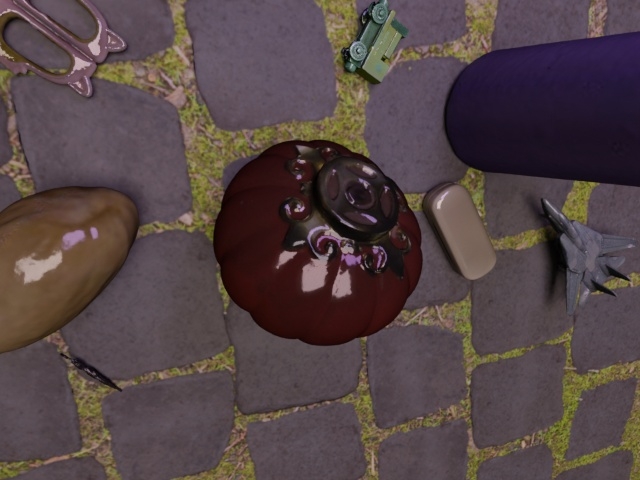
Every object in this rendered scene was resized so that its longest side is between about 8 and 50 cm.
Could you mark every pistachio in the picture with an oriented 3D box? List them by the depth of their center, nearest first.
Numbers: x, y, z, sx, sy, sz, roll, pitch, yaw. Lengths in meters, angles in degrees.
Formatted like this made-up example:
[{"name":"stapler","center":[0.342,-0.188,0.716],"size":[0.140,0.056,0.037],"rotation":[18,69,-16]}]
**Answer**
[{"name":"pistachio","center":[-0.380,0.036,0.560],"size":[0.293,0.181,0.162],"rotation":[-45,73,-3]}]

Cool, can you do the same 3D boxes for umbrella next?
[{"name":"umbrella","center":[-0.381,0.220,0.680],"size":[0.122,0.022,0.013],"rotation":[51,62,-30]}]

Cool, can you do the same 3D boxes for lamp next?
[{"name":"lamp","center":[0.000,0.000,0.590],"size":[0.303,0.257,0.303],"rotation":[11,60,-20]}]

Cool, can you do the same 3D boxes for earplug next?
[{"name":"earplug","center":[0.382,-0.171,0.548],"size":[0.215,0.456,0.215],"rotation":[-5,108,-15]}]

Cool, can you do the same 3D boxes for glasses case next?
[{"name":"glasses case","center":[0.264,-0.016,0.769],"size":[0.083,0.050,0.196],"rotation":[-31,109,-3]}]

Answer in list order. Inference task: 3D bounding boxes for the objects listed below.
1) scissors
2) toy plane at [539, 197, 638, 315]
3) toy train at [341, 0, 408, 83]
[{"name":"scissors","center":[-0.420,-0.328,0.525],"size":[0.318,0.024,0.160],"rotation":[37,94,-20]},{"name":"toy plane","center":[0.509,0.006,0.827],"size":[0.267,0.088,0.212],"rotation":[43,89,-12]},{"name":"toy train","center":[0.086,-0.314,0.648],"size":[0.081,0.050,0.122],"rotation":[27,95,-24]}]
